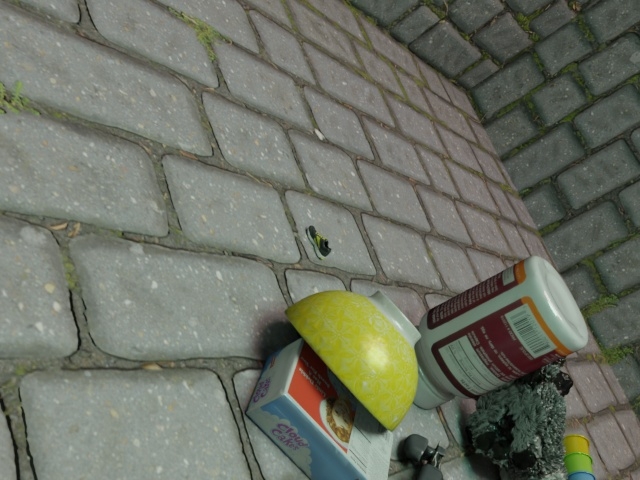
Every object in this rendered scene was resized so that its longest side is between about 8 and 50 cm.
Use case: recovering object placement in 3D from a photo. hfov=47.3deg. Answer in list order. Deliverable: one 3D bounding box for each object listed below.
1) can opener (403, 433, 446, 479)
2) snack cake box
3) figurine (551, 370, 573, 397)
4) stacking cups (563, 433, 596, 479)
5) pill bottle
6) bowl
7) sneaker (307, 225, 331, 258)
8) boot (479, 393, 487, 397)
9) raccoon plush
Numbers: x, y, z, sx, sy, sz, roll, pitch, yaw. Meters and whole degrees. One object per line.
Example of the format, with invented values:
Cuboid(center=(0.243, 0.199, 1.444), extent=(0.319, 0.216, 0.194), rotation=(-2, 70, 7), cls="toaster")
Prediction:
Cuboid(center=(0.180, 0.459, 1.407), extent=(0.095, 0.076, 0.283), rotation=(27, 16, 12), cls="can opener")
Cuboid(center=(0.006, 0.315, 1.244), extent=(0.264, 0.089, 0.152), rotation=(49, 28, -16), cls="snack cake box")
Cuboid(center=(0.593, 0.478, 1.979), extent=(0.092, 0.214, 0.209), rotation=(23, 23, 22), cls="figurine")
Cuboid(center=(0.744, 0.710, 2.097), extent=(0.096, 0.096, 0.316), rotation=(46, 32, -22), cls="stacking cups")
Cuboid(center=(0.363, 0.216, 1.626), extent=(0.224, 0.392, 0.224), rotation=(41, 31, -31), cls="pill bottle")
Cuboid(center=(0.086, 0.182, 1.318), extent=(0.289, 0.156, 0.289), rotation=(47, -3, 3), cls="bowl")
Cuboid(center=(0.000, 0.000, 1.646), extent=(0.031, 0.035, 0.083), rotation=(2, 59, -60), cls="sneaker")
Cuboid(center=(0.462, 0.356, 1.994), extent=(0.269, 0.089, 0.236), rotation=(52, 26, -7), cls="boot")
Cuboid(center=(0.562, 0.445, 1.749), extent=(0.299, 0.446, 0.216), rotation=(42, -3, -30), cls="raccoon plush")
